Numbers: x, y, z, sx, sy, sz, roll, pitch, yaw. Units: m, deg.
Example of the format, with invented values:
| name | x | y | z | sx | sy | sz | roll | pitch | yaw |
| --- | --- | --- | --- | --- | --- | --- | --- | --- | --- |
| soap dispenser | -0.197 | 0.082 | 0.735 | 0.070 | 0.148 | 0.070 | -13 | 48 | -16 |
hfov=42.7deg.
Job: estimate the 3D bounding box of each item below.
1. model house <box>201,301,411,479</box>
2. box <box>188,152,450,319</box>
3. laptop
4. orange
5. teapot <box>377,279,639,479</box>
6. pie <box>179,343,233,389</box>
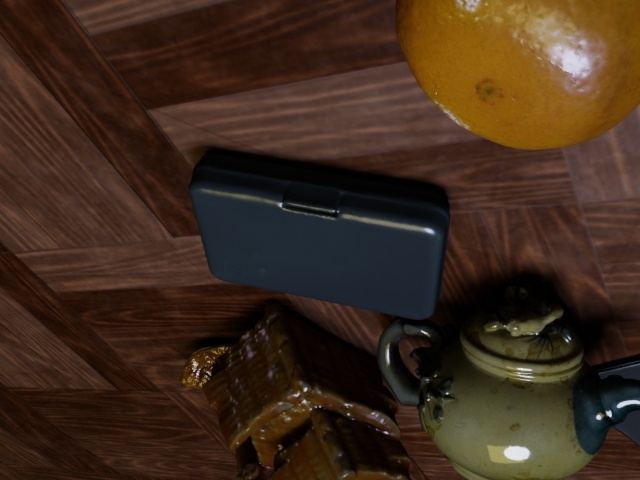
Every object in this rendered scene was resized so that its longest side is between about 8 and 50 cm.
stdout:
| name | x | y | z | sx | sy | sz | roll | pitch | yaw |
| --- | --- | --- | --- | --- | --- | --- | --- | --- | --- |
| model house | -0.018 | 0.210 | 0.917 | 0.219 | 0.199 | 0.229 | -11 | 135 | 2 |
| box | 0.000 | 0.000 | 0.753 | 0.230 | 0.050 | 0.160 | 11 | 145 | 11 |
| laptop | 0.353 | 0.178 | 0.867 | 0.180 | 0.016 | 0.129 | 35 | 142 | -23 |
| orange | 0.121 | -0.128 | 0.466 | 0.156 | 0.124 | 0.156 | 28 | 154 | 15 |
| teapot | 0.172 | 0.124 | 0.773 | 0.269 | 0.173 | 0.182 | 18 | 116 | 32 |
| pie | -0.081 | 0.164 | 1.029 | 0.191 | 0.033 | 0.088 | 10 | 133 | 0 |
